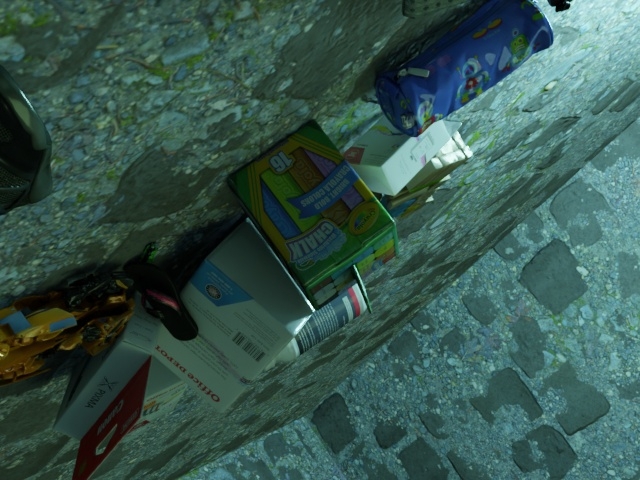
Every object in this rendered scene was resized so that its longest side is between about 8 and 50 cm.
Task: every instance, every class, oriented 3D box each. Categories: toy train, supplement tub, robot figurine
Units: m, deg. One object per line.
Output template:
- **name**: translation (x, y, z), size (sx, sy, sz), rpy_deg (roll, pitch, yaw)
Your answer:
- **toy train**: translation (-0.283, 0.032, 1.398), size (0.024, 0.017, 0.083), rpy_deg (-34, 166, -46)
- **supplement tub**: translation (-0.053, 0.140, 1.850), size (0.272, 0.191, 0.191), rpy_deg (-32, 163, -16)
- **robot figurine**: translation (-0.412, 0.142, 1.314), size (0.291, 0.085, 0.211), rpy_deg (-19, 157, -46)

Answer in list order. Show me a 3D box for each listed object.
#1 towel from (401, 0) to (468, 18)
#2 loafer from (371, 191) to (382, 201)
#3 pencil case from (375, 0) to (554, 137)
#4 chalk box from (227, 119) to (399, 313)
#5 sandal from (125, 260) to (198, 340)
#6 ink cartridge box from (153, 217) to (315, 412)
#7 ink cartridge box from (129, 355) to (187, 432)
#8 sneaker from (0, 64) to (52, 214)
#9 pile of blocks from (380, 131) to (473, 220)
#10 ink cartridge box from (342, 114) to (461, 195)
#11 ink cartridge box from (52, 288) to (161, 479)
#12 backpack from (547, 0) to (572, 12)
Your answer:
- **towel**: translation (0.246, -0.423, 1.011), size (0.324, 0.056, 0.312), rpy_deg (-18, 151, -4)
- **loafer**: translation (0.000, 0.000, 1.676), size (0.366, 0.133, 0.130), rpy_deg (-43, 162, 21)
- **pencil case**: translation (0.229, -0.290, 1.383), size (0.306, 0.119, 0.133), rpy_deg (-35, 150, -6)
- **chalk box**: translation (0.012, -0.013, 1.392), size (0.179, 0.289, 0.180), rpy_deg (-36, 164, -5)
- **sandal**: translation (-0.260, 0.106, 1.410), size (0.067, 0.179, 0.040), rpy_deg (-16, -149, 25)
- **ink cartridge box**: translation (-0.146, 0.130, 1.539), size (0.270, 0.198, 0.197), rpy_deg (-49, 180, 37)
- **ink cartridge box**: translation (-0.357, 0.282, 1.733), size (0.128, 0.127, 0.176), rpy_deg (-23, 158, -38)
- **sneaker**: translation (-0.340, -0.082, 0.847), size (0.130, 0.087, 0.227), rpy_deg (-36, 170, -27)
- **pile of blocks**: translation (0.165, -0.132, 1.668), size (0.149, 0.112, 0.362), rpy_deg (-26, 170, -15)
- **ink cartridge box**: translation (0.139, -0.170, 1.478), size (0.198, 0.115, 0.067), rpy_deg (-45, 125, -23)
- **ink cartridge box**: translation (-0.374, 0.261, 1.471), size (0.296, 0.066, 0.261), rpy_deg (-48, -156, 33)
- **backpack**: translation (0.379, -0.448, 1.258), size (0.173, 0.117, 0.158), rpy_deg (-40, 163, 12)
